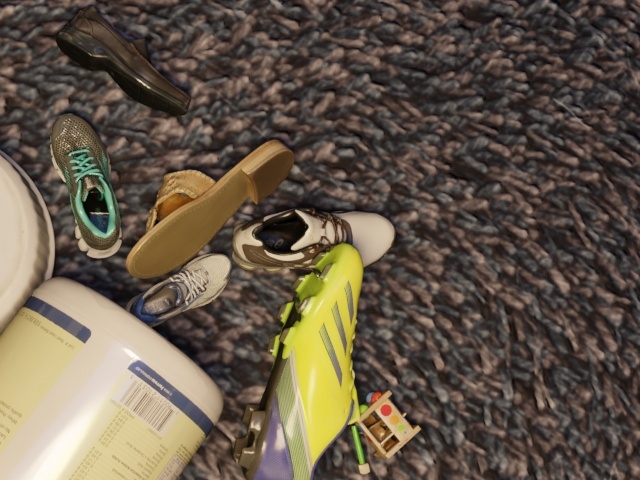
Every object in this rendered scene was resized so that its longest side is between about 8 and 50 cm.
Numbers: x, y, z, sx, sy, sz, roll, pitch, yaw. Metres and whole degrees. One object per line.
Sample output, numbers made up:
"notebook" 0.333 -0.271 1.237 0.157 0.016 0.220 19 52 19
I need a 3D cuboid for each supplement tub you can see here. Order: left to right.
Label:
"supplement tub" -0.276 0.226 1.318 0.235 0.235 0.325 37 76 -6

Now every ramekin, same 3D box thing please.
"ramekin" -0.415 0.002 1.373 0.272 0.127 0.273 2 82 -13

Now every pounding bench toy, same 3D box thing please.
"pounding bench toy" 0.058 0.218 1.491 0.083 0.052 0.065 -40 92 -15

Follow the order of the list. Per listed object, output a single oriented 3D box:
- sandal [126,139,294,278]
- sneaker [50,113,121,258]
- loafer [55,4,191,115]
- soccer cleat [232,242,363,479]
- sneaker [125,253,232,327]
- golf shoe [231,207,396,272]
"sandal" -0.144 -0.050 1.484 0.240 0.088 0.079 -37 60 -22
"sneaker" -0.255 -0.066 1.446 0.065 0.076 0.167 -19 87 -16
"loafer" -0.215 -0.205 1.485 0.170 0.062 0.061 34 71 -8
"soccer cleat" -0.001 0.145 1.453 0.121 0.093 0.289 20 92 -12
"sneaker" -0.153 0.058 1.462 0.135 0.058 0.052 -33 91 -16
"golf shoe" 0.000 0.000 1.488 0.198 0.094 0.077 -7 80 -16
